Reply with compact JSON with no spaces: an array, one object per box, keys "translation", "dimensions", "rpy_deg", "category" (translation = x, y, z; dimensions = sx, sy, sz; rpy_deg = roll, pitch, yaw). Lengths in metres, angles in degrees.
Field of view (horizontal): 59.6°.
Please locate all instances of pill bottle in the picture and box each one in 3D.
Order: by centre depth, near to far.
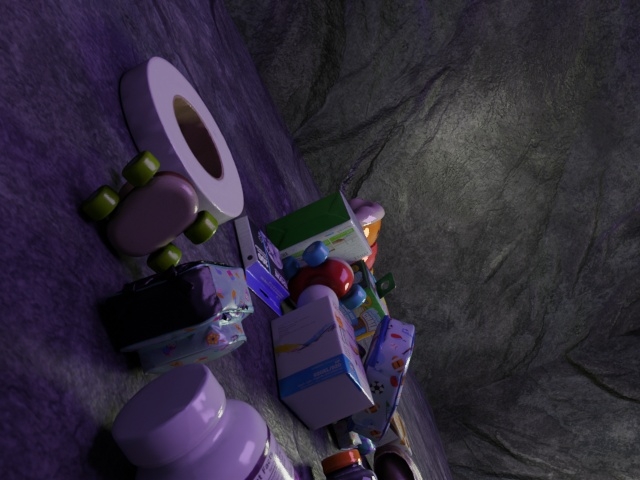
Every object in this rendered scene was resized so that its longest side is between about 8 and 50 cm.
[{"translation":[-0.115,0.304,0.675],"dimensions":[0.302,0.169,0.169],"rpy_deg":[62,10,-18],"category":"pill bottle"},{"translation":[0.076,0.572,1.170],"dimensions":[0.130,0.130,0.246],"rpy_deg":[49,20,-60],"category":"pill bottle"}]

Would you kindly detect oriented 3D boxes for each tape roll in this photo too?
[{"translation":[-0.296,-0.215,1.246],"dimensions":[0.392,0.072,0.392],"rpy_deg":[62,9,-19],"category":"tape roll"}]

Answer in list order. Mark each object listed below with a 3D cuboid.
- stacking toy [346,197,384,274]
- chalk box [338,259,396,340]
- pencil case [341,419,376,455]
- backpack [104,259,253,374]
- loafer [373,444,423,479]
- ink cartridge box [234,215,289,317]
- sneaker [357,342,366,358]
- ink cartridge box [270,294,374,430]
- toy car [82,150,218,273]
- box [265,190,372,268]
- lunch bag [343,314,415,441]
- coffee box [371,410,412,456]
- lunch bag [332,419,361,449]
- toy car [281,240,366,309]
[{"translation":[0.094,0.100,2.146],"dimensions":[0.350,0.350,0.480],"rpy_deg":[-80,162,-73],"category":"stacking toy"},{"translation":[0.115,0.198,1.817],"dimensions":[0.179,0.289,0.180],"rpy_deg":[61,11,-27],"category":"chalk box"},{"translation":[0.104,0.537,1.607],"dimensions":[0.070,0.064,0.152],"rpy_deg":[-12,78,-55],"category":"pencil case"},{"translation":[-0.182,0.104,0.800],"dimensions":[0.144,0.165,0.188],"rpy_deg":[67,13,1],"category":"backpack"},{"translation":[0.246,0.771,1.600],"dimensions":[0.130,0.133,0.366],"rpy_deg":[44,23,-66],"category":"loafer"},{"translation":[-0.145,0.070,1.456],"dimensions":[0.206,0.045,0.208],"rpy_deg":[54,17,-53],"category":"ink cartridge box"},{"translation":[0.046,0.340,1.494],"dimensions":[0.282,0.161,0.102],"rpy_deg":[-95,160,-60],"category":"sneaker"},{"translation":[0.000,0.288,1.334],"dimensions":[0.171,0.168,0.233],"rpy_deg":[56,13,-41],"category":"ink cartridge box"},{"translation":[-0.266,-0.066,0.888],"dimensions":[0.155,0.149,0.188],"rpy_deg":[48,6,-29],"category":"toy car"},{"translation":[0.000,0.000,1.763],"dimensions":[0.231,0.262,0.127],"rpy_deg":[51,18,-54],"category":"box"},{"translation":[0.158,0.364,1.490],"dimensions":[0.243,0.115,0.303],"rpy_deg":[-59,167,-67],"category":"lunch bag"},{"translation":[0.212,0.621,1.890],"dimensions":[0.246,0.098,0.141],"rpy_deg":[60,11,-34],"category":"coffee box"},{"translation":[0.075,0.527,1.514],"dimensions":[0.083,0.053,0.071],"rpy_deg":[30,33,-57],"category":"lunch bag"},{"translation":[-0.018,0.168,1.544],"dimensions":[0.219,0.210,0.238],"rpy_deg":[50,32,-20],"category":"toy car"}]
